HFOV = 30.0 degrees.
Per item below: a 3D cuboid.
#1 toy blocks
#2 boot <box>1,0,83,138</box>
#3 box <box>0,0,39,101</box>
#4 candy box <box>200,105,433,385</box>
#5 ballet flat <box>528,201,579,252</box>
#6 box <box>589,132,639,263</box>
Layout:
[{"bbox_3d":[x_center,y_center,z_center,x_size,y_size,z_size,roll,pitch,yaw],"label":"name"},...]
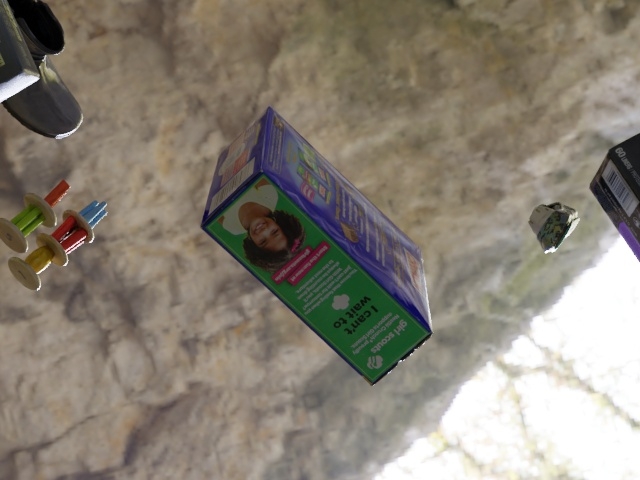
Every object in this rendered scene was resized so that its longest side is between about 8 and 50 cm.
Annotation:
[{"bbox_3d":[-0.330,-0.025,1.496,0.148,0.054,0.123,-47,-30,-33],"label":"toy blocks"},{"bbox_3d":[-0.522,-0.328,2.165,0.338,0.222,0.118,49,-121,-26],"label":"boot"},{"bbox_3d":[-0.525,-0.291,1.684,0.233,0.183,0.059,64,-169,9],"label":"box"},{"bbox_3d":[0.000,0.000,1.605,0.317,0.122,0.268,42,-162,-16],"label":"candy box"},{"bbox_3d":[0.332,-0.024,1.731,0.188,0.070,0.070,-15,-92,-74],"label":"ballet flat"},{"bbox_3d":[0.543,-0.097,1.674,0.165,0.270,0.143,60,172,16],"label":"box"}]
